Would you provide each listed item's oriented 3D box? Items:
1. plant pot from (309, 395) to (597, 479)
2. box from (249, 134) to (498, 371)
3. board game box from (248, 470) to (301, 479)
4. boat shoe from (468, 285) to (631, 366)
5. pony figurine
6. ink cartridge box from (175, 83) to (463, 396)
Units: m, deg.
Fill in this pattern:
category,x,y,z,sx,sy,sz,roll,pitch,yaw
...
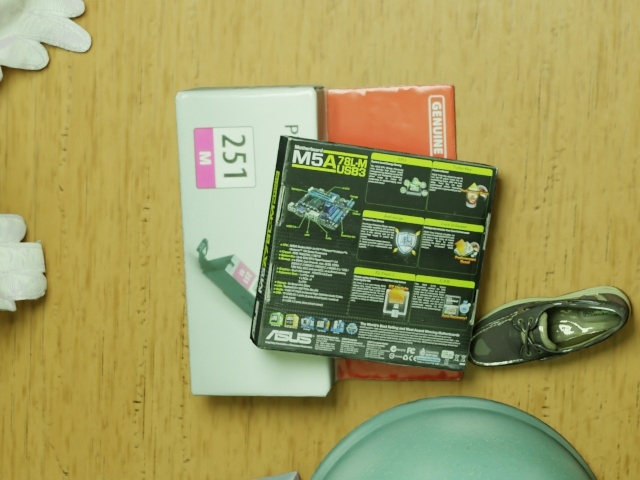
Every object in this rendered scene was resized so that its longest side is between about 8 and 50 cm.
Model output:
category,x,y,z,sx,sy,sz,roll,pitch,yaw
plant pot,0.122,0.290,1.493,0.293,0.196,0.293,0,94,-3
box,0.046,0.012,1.539,0.191,0.045,0.184,7,93,-13
board game box,-0.139,0.398,1.653,0.319,0.066,0.318,-11,95,11
boat shoe,0.194,0.076,1.555,0.152,0.049,0.056,-20,94,13
pony figurine,-0.391,-0.089,1.522,0.363,0.351,0.303,7,97,29
ink cartridge box,0.000,0.000,1.577,0.239,0.060,0.275,-1,98,12
